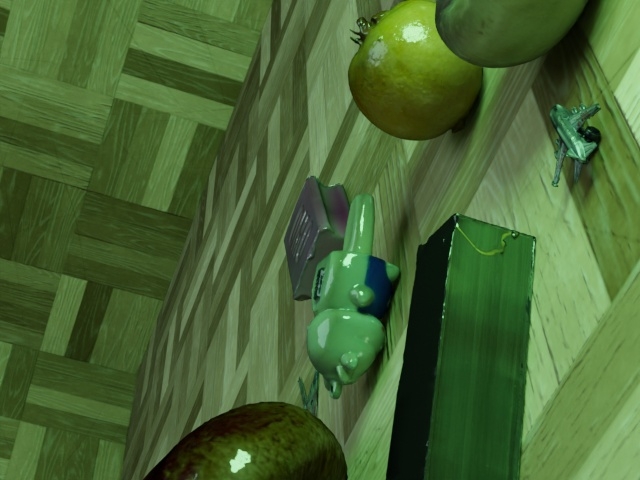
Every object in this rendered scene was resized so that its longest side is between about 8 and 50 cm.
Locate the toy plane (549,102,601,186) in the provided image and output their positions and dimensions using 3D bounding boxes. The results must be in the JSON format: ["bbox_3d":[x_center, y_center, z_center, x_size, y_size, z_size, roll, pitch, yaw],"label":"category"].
[{"bbox_3d":[0.203,-0.084,0.935,0.083,0.031,0.078,-92,21,-53],"label":"toy plane"}]

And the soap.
[{"bbox_3d":[0.000,0.000,1.642,0.203,0.066,0.122,-104,32,-67],"label":"soap"}]

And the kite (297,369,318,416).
[{"bbox_3d":[-0.022,0.225,1.596,0.152,0.005,0.137,-140,67,-77],"label":"kite"}]

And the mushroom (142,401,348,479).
[{"bbox_3d":[-0.055,0.331,1.194,0.334,0.356,0.331,23,-108,-62],"label":"mushroom"}]

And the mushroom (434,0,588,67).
[{"bbox_3d":[0.144,-0.259,1.026,0.204,0.204,0.204,-164,90,-78],"label":"mushroom"}]

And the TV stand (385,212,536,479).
[{"bbox_3d":[0.115,0.119,0.957,0.088,0.083,0.269,126,158,-60],"label":"TV stand"}]

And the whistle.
[{"bbox_3d":[0.037,0.064,1.338,0.110,0.092,0.244,132,150,-67],"label":"whistle"}]

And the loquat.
[{"bbox_3d":[0.101,-0.183,1.249,0.137,0.163,0.163,-45,3,-19],"label":"loquat"}]
